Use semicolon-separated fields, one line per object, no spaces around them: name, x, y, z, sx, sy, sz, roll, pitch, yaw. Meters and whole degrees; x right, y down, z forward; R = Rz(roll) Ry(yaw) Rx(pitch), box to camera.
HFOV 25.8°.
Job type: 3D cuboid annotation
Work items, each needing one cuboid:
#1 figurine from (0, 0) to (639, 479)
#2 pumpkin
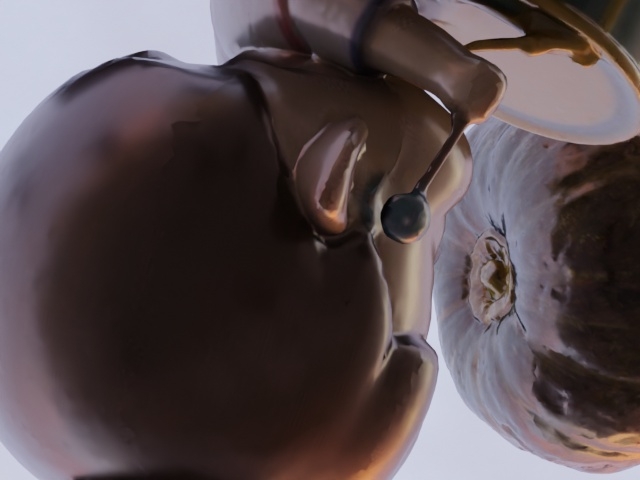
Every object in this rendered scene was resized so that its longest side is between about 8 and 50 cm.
figurine;-0.007;-0.005;0.401;0.158;0.161;0.275;36;-101;-20
pumpkin;0.186;0.022;0.909;0.189;0.260;0.260;3;-82;-19
